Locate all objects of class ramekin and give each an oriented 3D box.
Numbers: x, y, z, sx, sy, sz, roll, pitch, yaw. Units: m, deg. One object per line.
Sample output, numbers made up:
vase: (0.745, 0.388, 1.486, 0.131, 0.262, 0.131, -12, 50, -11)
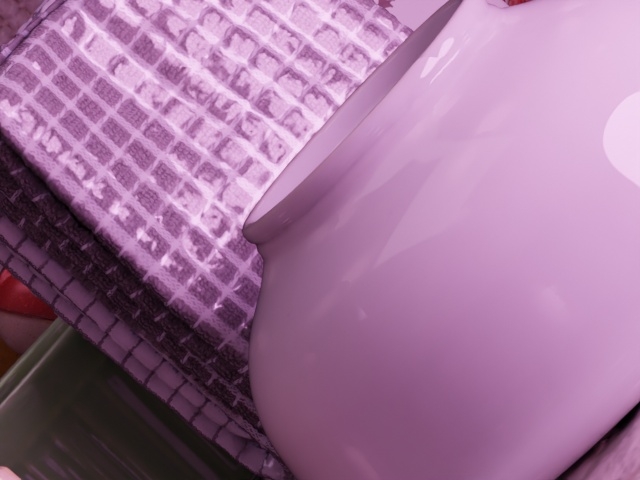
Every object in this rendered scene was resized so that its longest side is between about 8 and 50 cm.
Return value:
ramekin: (-0.161, 0.156, 1.085, 0.303, 0.148, 0.303, -46, 7, 7)

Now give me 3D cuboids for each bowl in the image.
bowl: (0.062, -0.011, 0.718, 0.298, 0.134, 0.298, -46, 7, 7)

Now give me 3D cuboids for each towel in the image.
towel: (-0.044, -0.042, 0.923, 0.235, 0.284, 0.121, -51, 9, -24)

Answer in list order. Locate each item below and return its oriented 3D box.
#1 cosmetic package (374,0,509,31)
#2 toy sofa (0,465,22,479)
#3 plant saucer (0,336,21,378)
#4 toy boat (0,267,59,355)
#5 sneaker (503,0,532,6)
cosmetic package: (0.052, -0.113, 1.310, 0.183, 0.151, 0.151, -51, 8, -19)
toy sofa: (-0.152, 0.242, 0.509, 0.177, 0.150, 0.362, -42, 8, 47)
plant saucer: (-0.314, 0.179, 1.510, 0.333, 0.081, 0.333, -40, -3, -25)
toy boat: (-0.133, 0.024, 1.308, 0.151, 0.231, 0.151, -173, 91, -78)
sneaker: (0.137, -0.183, 1.447, 0.225, 0.093, 0.088, -14, 68, 47)
